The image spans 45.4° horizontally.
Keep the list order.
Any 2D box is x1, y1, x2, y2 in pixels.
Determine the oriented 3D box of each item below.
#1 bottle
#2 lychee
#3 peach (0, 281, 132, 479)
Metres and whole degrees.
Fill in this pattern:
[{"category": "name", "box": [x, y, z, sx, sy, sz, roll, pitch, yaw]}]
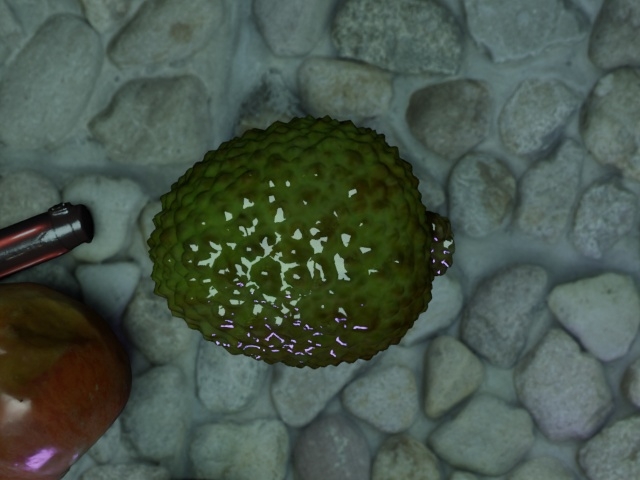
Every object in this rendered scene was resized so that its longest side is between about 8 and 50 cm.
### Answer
[{"category": "bottle", "box": [-0.345, 0.003, 0.895, 0.164, 0.060, 0.060, -20, 96, 4]}, {"category": "lychee", "box": [-0.010, 0.003, 0.776, 0.319, 0.270, 0.270, -23, 96, -7]}, {"category": "peach", "box": [-0.335, 0.150, 0.845, 0.235, 0.214, 0.214, 41, 97, 4]}]
